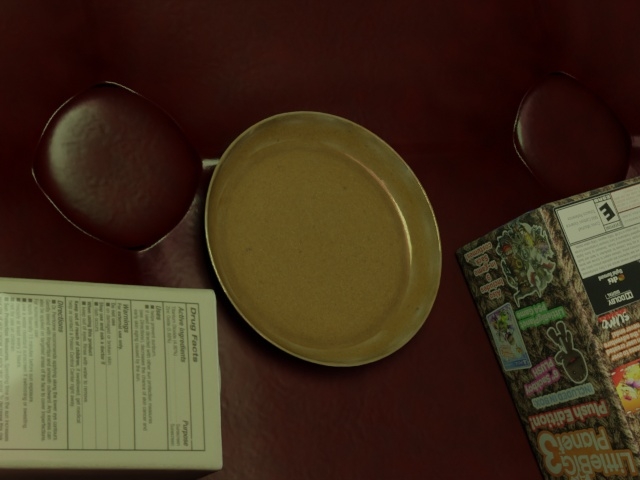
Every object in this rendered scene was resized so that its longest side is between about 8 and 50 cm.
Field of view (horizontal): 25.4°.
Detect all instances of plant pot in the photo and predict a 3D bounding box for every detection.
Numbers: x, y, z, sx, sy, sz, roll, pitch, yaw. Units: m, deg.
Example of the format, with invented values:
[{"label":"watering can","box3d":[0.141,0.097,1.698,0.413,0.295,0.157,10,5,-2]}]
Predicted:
[{"label":"plant pot","box3d":[0.000,0.000,1.270,0.236,0.032,0.236,10,69,-26]}]

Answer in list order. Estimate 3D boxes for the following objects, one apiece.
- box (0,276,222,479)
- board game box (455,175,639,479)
[{"label":"box","box3d":[-0.236,0.108,1.050,0.311,0.121,0.148,6,70,-27]},{"label":"board game box","box3d":[0.301,0.096,1.335,0.232,0.141,0.291,-16,81,-32]}]
